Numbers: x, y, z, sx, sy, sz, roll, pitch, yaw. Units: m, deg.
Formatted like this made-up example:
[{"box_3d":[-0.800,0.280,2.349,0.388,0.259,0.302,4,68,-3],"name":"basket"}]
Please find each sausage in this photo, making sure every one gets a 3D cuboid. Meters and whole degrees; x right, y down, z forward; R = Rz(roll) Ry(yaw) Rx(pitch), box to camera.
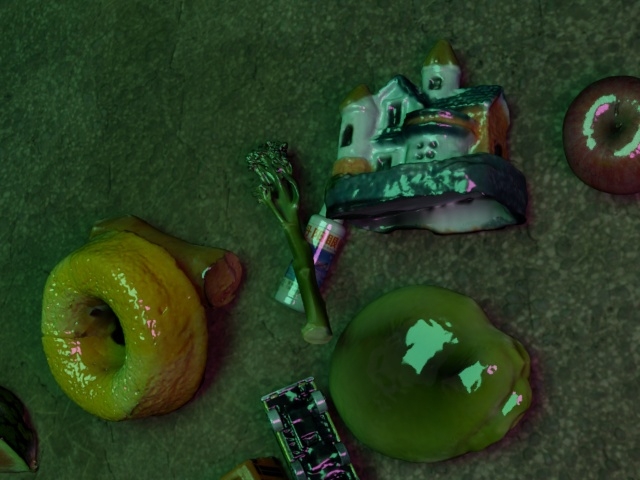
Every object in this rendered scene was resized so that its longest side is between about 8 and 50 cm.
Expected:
[{"box_3d":[-0.248,0.029,1.751,0.271,0.109,0.108,21,87,29],"name":"sausage"}]

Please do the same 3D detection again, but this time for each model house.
[{"box_3d":[0.145,-0.157,1.556,0.253,0.184,0.291,-7,69,31],"name":"model house"}]

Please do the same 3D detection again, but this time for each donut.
[{"box_3d":[-0.308,0.140,1.682,0.303,0.110,0.302,11,111,32],"name":"donut"}]

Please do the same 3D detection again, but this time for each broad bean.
[{"box_3d":[0.143,0.177,1.495,0.291,0.119,0.237,-4,84,30],"name":"broad bean"}]

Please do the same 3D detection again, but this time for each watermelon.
[{"box_3d":[-0.604,0.291,1.889,0.304,0.159,0.128,-2,38,27],"name":"watermelon"}]

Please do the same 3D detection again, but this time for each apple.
[{"box_3d":[0.389,-0.134,1.447,0.154,0.120,0.153,-5,80,29],"name":"apple"}]

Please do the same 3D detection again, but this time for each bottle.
[{"box_3d":[0.000,0.000,1.652,0.060,0.060,0.217,22,87,31],"name":"bottle"}]

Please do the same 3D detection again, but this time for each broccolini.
[{"box_3d":[-0.051,-0.008,1.595,0.074,0.078,0.392,-6,41,-9],"name":"broccolini"}]

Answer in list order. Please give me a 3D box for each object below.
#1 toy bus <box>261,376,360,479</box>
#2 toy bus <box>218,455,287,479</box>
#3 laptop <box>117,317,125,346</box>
[{"box_3d":[-0.011,0.290,1.554,0.088,0.101,0.175,-21,65,-10],"name":"toy bus"},{"box_3d":[-0.073,0.401,1.550,0.098,0.114,0.201,-39,62,13],"name":"toy bus"},{"box_3d":[-0.267,0.127,1.732,0.129,0.016,0.180,14,116,30],"name":"laptop"}]
